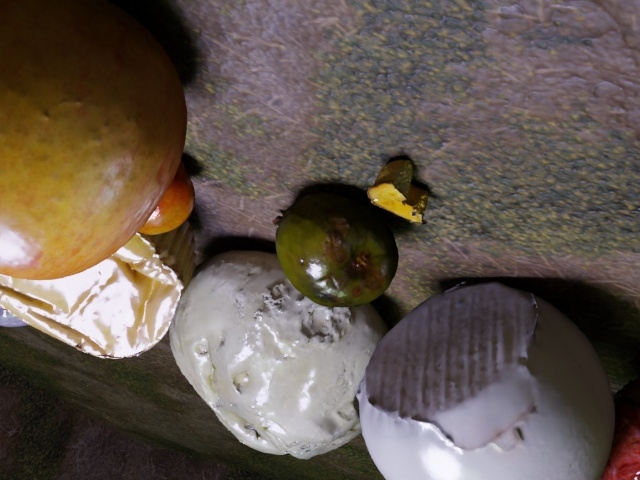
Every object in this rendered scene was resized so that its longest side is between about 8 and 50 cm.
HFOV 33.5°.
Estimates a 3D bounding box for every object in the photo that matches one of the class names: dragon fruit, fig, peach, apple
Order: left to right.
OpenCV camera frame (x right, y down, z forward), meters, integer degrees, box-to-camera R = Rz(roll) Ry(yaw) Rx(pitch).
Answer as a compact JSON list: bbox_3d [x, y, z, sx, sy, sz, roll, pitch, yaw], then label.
[{"bbox_3d":[-0.275,-0.097,0.987,0.298,0.275,0.299,15,164,4],"label":"apple"},{"bbox_3d":[-0.201,-0.054,1.257,0.100,0.101,0.101,18,160,7],"label":"peach"},{"bbox_3d":[-0.001,0.017,1.220,0.132,0.127,0.184,17,160,-32],"label":"fig"},{"bbox_3d":[0.407,0.231,1.307,0.218,0.224,0.148,33,-171,-50],"label":"dragon fruit"}]

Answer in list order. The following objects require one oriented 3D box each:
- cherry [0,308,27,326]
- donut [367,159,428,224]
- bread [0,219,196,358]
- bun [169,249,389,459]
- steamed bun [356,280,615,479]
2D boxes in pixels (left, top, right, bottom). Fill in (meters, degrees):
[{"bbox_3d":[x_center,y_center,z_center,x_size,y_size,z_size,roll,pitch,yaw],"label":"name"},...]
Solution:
[{"bbox_3d":[-0.445,0.016,1.530,0.266,0.213,0.183,39,111,-20],"label":"cherry"},{"bbox_3d":[0.087,-0.050,1.083,0.083,0.038,0.067,24,158,-24],"label":"donut"},{"bbox_3d":[-0.304,0.011,1.376,0.288,0.204,0.156,23,-158,-9],"label":"bread"},{"bbox_3d":[-0.068,0.163,1.508,0.326,0.235,0.362,16,153,27],"label":"bun"},{"bbox_3d":[0.210,0.225,1.257,0.309,0.309,0.309,18,160,7],"label":"steamed bun"}]
